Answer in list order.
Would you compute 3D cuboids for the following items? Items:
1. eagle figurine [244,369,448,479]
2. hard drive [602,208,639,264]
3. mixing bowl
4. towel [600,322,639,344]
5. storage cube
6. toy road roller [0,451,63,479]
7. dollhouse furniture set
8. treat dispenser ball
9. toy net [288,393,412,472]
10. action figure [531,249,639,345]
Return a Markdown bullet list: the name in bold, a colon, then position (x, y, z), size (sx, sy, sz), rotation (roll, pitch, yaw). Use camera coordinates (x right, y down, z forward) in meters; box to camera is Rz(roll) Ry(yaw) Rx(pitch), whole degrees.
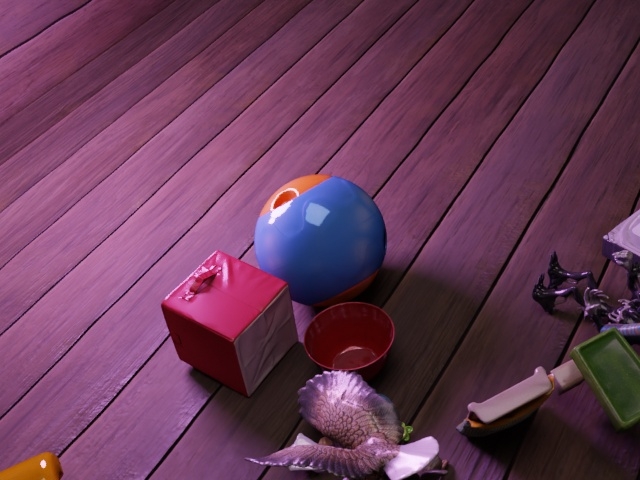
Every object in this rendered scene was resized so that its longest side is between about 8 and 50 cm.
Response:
- **eagle figurine**: position (0.050, 0.363, 1.362), size (0.298, 0.226, 0.225), rotation (35, 90, 12)
- **hard drive**: position (0.799, 0.028, 1.670), size (0.237, 0.064, 0.339), rotation (-32, 44, -20)
- **mixing bowl**: position (0.063, 0.221, 1.611), size (0.181, 0.098, 0.181), rotation (-7, 39, 6)
- **towel**: position (0.686, 0.158, 1.302), size (0.271, 0.370, 0.040), rotation (14, 78, -22)
- **storage cube**: position (-0.182, 0.169, 1.655), size (0.193, 0.215, 0.183), rotation (23, 51, 28)
- **toy road roller**: position (-0.486, 0.462, 1.306), size (0.203, 0.329, 0.240), rotation (-25, 63, -13)
- **dollhouse furniture set**: position (0.406, 0.303, 1.381), size (0.302, 0.197, 0.151), rotation (-26, 66, -7)
- **treat dispenser ball**: position (0.000, 0.000, 1.740), size (0.288, 0.288, 0.288), rotation (-8, 40, 6)
- **toy net**: position (0.049, 0.376, 1.485), size (0.232, 0.045, 0.122), rotation (-28, 62, -13)
- **action figure**: position (0.563, 0.109, 1.580), size (0.276, 0.141, 0.164), rotation (18, 47, 36)
